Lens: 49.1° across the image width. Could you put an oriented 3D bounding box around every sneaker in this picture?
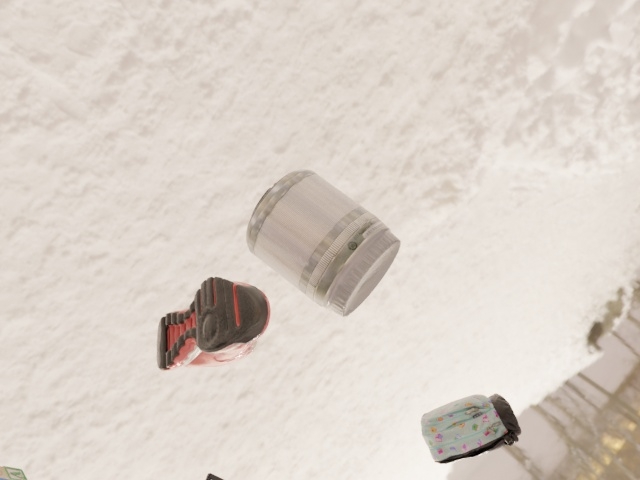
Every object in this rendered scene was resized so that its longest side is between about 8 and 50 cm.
[{"bbox_3d":[-0.146,0.136,1.117,0.136,0.115,0.314,9,158,-34],"label":"sneaker"}]

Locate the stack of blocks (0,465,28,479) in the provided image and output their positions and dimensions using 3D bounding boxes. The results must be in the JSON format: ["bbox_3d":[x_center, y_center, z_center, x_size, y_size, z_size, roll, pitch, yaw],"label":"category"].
[{"bbox_3d":[-0.529,0.513,1.216,0.171,0.297,0.087,36,86,-47],"label":"stack of blocks"}]

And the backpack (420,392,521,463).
[{"bbox_3d":[0.293,0.372,1.395,0.182,0.115,0.152,-22,164,4],"label":"backpack"}]

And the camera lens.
[{"bbox_3d":[0.000,0.000,1.463,0.219,0.274,0.219,-48,163,-19],"label":"camera lens"}]

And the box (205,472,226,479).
[{"bbox_3d":[-0.105,0.517,1.106,0.184,0.261,0.103,-62,175,-45],"label":"box"}]
